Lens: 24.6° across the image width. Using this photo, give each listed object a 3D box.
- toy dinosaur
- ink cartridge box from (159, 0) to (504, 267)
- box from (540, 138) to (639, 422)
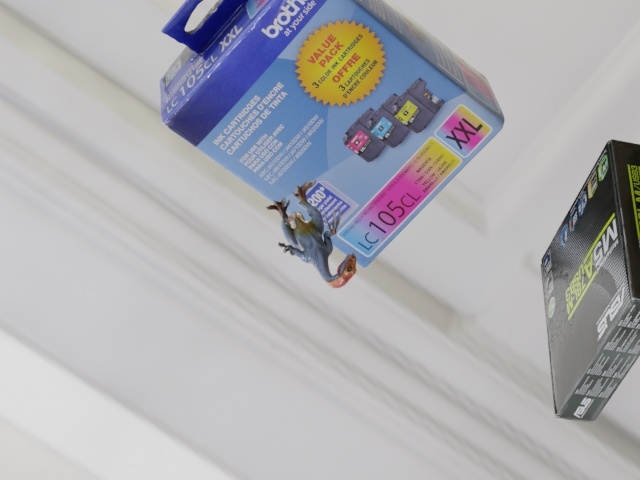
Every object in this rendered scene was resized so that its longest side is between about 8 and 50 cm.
[{"bbox_3d":[0.000,0.000,1.008,0.082,0.047,0.090,62,-176,17],"label":"toy dinosaur"},{"bbox_3d":[-0.012,-0.189,1.793,0.395,0.270,0.151,36,-161,-23],"label":"ink cartridge box"},{"bbox_3d":[0.253,0.038,1.321,0.045,0.191,0.184,11,-129,-8],"label":"box"}]
